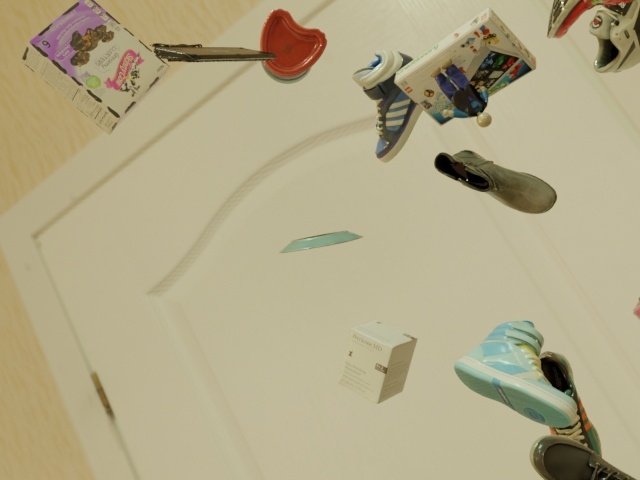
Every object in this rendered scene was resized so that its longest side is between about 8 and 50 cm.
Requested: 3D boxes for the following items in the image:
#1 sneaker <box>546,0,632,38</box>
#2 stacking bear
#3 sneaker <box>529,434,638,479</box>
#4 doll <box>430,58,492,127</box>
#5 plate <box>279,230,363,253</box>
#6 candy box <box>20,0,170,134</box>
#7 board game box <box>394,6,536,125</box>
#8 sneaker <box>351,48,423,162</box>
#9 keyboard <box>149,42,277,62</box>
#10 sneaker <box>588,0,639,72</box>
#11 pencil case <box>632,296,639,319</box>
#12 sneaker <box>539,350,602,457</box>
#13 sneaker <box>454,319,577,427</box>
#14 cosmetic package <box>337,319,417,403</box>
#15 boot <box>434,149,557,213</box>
[{"bbox_3d":[0.518,-0.460,1.359,0.118,0.107,0.279,19,-23,-6],"label":"sneaker"},{"bbox_3d":[-0.093,-0.528,2.094,0.164,0.175,0.289,-61,5,2],"label":"stacking bear"},{"bbox_3d":[0.444,0.375,1.141,0.083,0.222,0.118,-63,8,-11],"label":"sneaker"},{"bbox_3d":[0.350,-0.350,1.790,0.129,0.189,0.046,-38,-8,-11],"label":"doll"},{"bbox_3d":[0.000,0.000,1.596,0.188,0.024,0.188,-11,3,1],"label":"plate"},{"bbox_3d":[-0.401,-0.317,1.316,0.070,0.196,0.165,-33,21,51],"label":"candy box"},{"bbox_3d":[0.366,-0.434,1.864,0.193,0.053,0.305,37,-45,-27],"label":"board game box"},{"bbox_3d":[0.177,-0.413,2.183,0.236,0.130,0.322,23,-63,-15],"label":"sneaker"},{"bbox_3d":[-0.263,-0.434,1.700,0.317,0.201,0.033,-21,-56,-56],"label":"keyboard"},{"bbox_3d":[0.661,-0.508,1.587,0.146,0.122,0.330,-24,-49,-11],"label":"sneaker"},{"bbox_3d":[1.047,0.276,1.995,0.160,0.386,0.167,-43,-21,10],"label":"pencil case"},{"bbox_3d":[0.574,0.412,1.727,0.108,0.302,0.121,-24,-19,24],"label":"sneaker"},{"bbox_3d":[0.477,0.282,1.656,0.208,0.319,0.127,-44,-54,-20],"label":"sneaker"},{"bbox_3d":[0.169,0.353,2.150,0.151,0.151,0.183,-9,-65,-54],"label":"cosmetic package"},{"bbox_3d":[0.358,-0.113,1.506,0.161,0.246,0.083,-23,-43,-64],"label":"boot"}]
